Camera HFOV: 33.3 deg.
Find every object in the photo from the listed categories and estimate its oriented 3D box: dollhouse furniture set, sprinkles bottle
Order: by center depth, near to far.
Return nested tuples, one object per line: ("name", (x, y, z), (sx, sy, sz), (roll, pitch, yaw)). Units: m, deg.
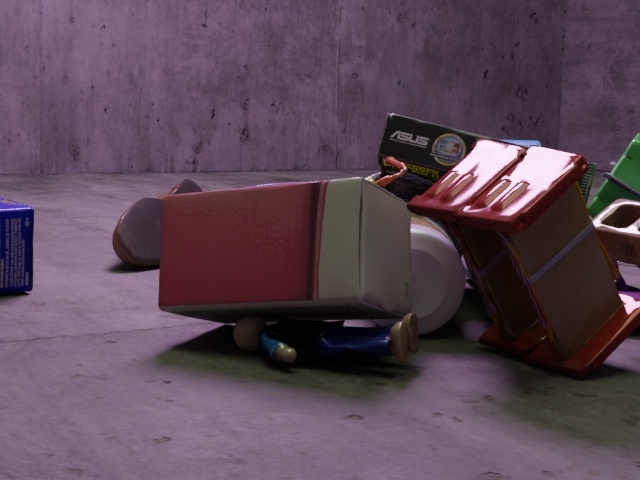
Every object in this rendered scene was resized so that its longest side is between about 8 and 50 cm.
("dollhouse furniture set", (0.299, -0.057, 1.105), (0.374, 0.201, 0.152), (-39, 29, -21))
("sprinkles bottle", (0.113, 0.024, 1.345), (0.121, 0.121, 0.355), (2, 8, 4))

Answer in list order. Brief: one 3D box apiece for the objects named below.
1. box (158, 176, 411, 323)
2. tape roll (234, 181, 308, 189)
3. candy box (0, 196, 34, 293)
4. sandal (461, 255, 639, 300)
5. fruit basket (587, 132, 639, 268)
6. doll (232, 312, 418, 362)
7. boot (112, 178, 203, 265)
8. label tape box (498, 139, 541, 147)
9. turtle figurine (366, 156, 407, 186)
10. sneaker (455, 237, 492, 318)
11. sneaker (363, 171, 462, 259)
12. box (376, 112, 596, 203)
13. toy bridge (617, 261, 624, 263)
("box", (-0.035, 0.017, 1.129), (0.232, 0.127, 0.148), (-4, -12, 24))
("tape roll", (-0.097, -0.038, 1.728), (0.189, 0.080, 0.189), (-8, -4, 0))
("candy box", (-0.566, 0.002, 1.371), (0.317, 0.122, 0.268), (-3, 10, -36))
("sandal", (0.302, 0.030, 1.402), (0.169, 0.102, 0.416), (-2, 10, -23))
("fruit basket", (0.502, 0.013, 1.339), (0.353, 0.165, 0.327), (40, 17, 8))
("doll", (0.001, 0.097, 1.073), (0.189, 0.046, 0.129), (-2, 7, 21))
("boot", (-0.269, -0.008, 1.696), (0.115, 0.112, 0.305), (-31, 6, 18))
("label tape box", (0.277, -0.122, 1.997), (0.249, 0.115, 0.348), (1, -19, -11))
("turtle figurine", (0.000, 0.000, 1.359), (0.217, 0.087, 0.269), (-35, 4, -28))
("sneaker", (0.205, 0.008, 1.209), (0.094, 0.151, 0.256), (-20, -23, 9))
("sneaker", (0.148, -0.020, 1.729), (0.447, 0.169, 0.257), (-10, -5, -35))
("box", (0.216, -0.079, 1.432), (0.270, 0.060, 0.216), (15, -11, 10))
("toy bridge", (0.441, 0.026, 1.736), (0.188, 0.026, 0.063), (3, 6, 9))
